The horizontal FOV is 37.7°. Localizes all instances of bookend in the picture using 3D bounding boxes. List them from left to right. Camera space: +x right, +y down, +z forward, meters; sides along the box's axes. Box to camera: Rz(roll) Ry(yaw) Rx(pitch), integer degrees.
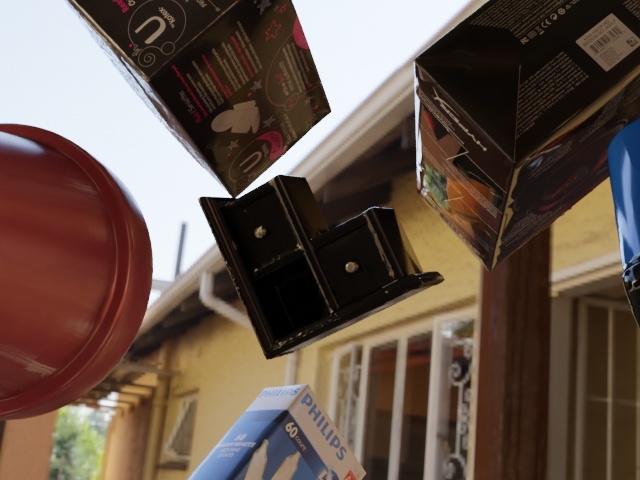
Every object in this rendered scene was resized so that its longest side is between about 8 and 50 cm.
[{"bbox_3d":[0.000,0.000,0.818,0.157,0.156,0.072,-27,-9,20],"label":"bookend"}]

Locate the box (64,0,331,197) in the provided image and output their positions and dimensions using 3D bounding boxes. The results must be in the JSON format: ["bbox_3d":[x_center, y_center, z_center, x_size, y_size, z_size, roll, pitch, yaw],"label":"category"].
[{"bbox_3d":[-0.111,-0.176,0.852,0.163,0.142,0.247,45,-7,21],"label":"box"}]

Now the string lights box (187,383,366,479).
[{"bbox_3d":[-0.073,0.282,0.956,0.076,0.260,0.133,-14,-66,44],"label":"string lights box"}]

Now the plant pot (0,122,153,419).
[{"bbox_3d":[-0.226,0.010,0.581,0.201,0.201,0.180,3,-11,9],"label":"plant pot"}]

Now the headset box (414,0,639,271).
[{"bbox_3d":[0.192,-0.107,0.774,0.218,0.110,0.293,-39,-18,-6],"label":"headset box"}]

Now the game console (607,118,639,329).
[{"bbox_3d":[0.297,0.022,0.405,0.293,0.250,0.173,-17,-66,22],"label":"game console"}]
